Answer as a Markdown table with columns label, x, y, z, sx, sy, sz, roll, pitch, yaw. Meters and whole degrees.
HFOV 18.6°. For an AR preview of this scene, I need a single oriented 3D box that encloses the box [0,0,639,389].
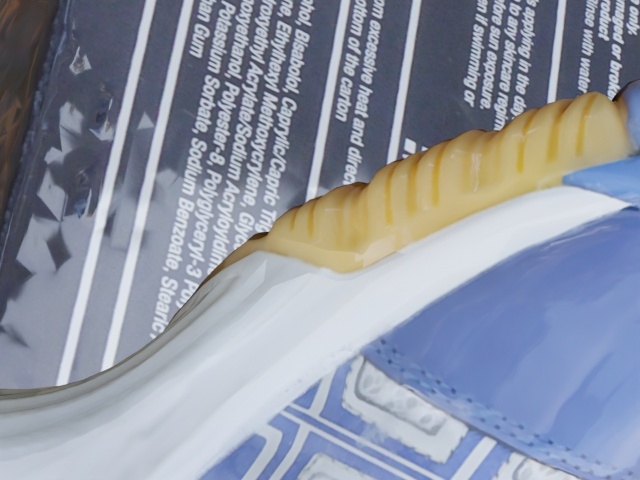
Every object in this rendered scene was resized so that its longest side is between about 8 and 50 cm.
| label | x | y | z | sx | sy | sz | roll | pitch | yaw |
| --- | --- | --- | --- | --- | --- | --- | --- | --- | --- |
| box | 0.000 | 0.000 | 0.667 | 0.294 | 0.183 | 0.296 | 25 | 61 | -27 |

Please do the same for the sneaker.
| label | x | y | z | sx | sy | sz | roll | pitch | yaw |
| --- | --- | --- | --- | --- | --- | --- | --- | --- | --- |
| sneaker | 0.004 | 0.065 | 0.349 | 0.296 | 0.112 | 0.131 | -24 | 80 | 4 |
